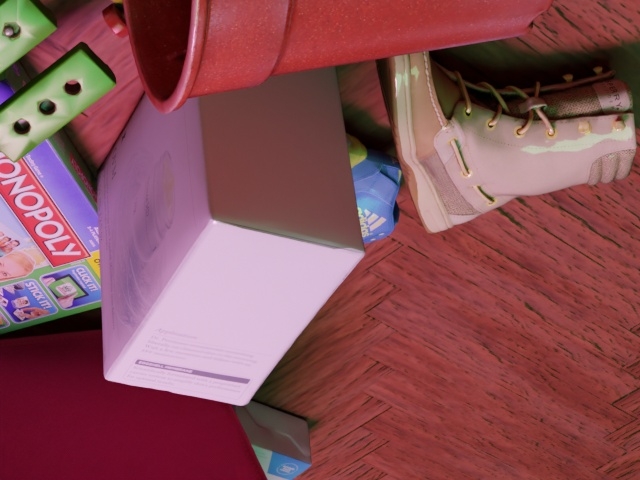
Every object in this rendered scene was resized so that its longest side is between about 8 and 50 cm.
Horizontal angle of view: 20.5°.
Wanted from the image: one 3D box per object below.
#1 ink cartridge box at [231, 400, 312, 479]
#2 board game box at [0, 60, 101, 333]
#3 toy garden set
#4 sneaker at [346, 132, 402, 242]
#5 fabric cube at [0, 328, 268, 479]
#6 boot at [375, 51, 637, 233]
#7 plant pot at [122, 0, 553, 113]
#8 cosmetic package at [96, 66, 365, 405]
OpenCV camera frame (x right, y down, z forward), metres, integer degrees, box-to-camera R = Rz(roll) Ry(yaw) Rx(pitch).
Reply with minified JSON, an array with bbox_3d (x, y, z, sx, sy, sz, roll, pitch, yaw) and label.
[{"bbox_3d":[-0.106,0.248,1.930,0.104,0.060,0.180,23,133,-33],"label":"ink cartridge box"},{"bbox_3d":[-0.306,-0.029,1.560,0.213,0.046,0.317,-15,141,10],"label":"board game box"},{"bbox_3d":[-0.239,-0.204,1.334,0.204,0.049,0.244,-36,122,14],"label":"toy garden set"},{"bbox_3d":[0.000,0.000,1.613,0.126,0.091,0.240,10,138,-22],"label":"sneaker"},{"bbox_3d":[-0.218,0.265,1.704,0.254,0.259,0.258,-3,131,-24],"label":"fabric cube"},{"bbox_3d":[0.160,-0.112,1.495,0.203,0.095,0.262,-13,143,7],"label":"boot"},{"bbox_3d":[0.012,-0.232,1.206,0.265,0.272,0.272,-6,142,-16],"label":"plant pot"},{"bbox_3d":[-0.083,-0.024,1.459,0.138,0.224,0.224,13,137,-25],"label":"cosmetic package"}]
